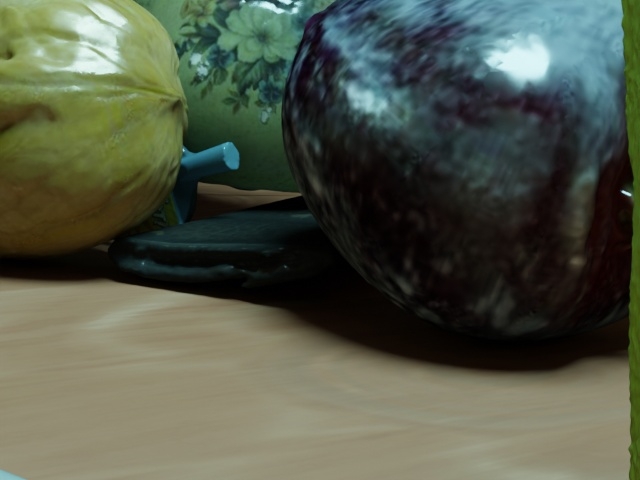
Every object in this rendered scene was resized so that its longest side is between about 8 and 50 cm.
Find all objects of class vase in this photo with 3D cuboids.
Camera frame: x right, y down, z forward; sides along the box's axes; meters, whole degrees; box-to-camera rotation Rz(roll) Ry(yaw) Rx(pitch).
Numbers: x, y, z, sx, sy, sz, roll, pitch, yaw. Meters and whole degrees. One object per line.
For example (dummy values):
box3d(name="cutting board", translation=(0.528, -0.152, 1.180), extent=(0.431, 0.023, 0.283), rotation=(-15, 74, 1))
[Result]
box3d(name="vase", translation=(0.000, -0.187, 1.185), extent=(0.329, 0.302, 0.241), rotation=(5, 3, -6))

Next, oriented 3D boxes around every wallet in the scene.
box3d(name="wallet", translation=(0.000, 0.000, 1.098), extent=(0.170, 0.044, 0.321), rotation=(5, 9, 26))

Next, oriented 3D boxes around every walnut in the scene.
box3d(name="walnut", translation=(-0.198, -0.083, 1.024), extent=(0.225, 0.193, 0.193), rotation=(-12, 4, 15))

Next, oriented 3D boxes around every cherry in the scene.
box3d(name="cherry", translation=(0.113, -0.054, 0.903), extent=(0.255, 0.218, 0.296), rotation=(-17, 39, -43))

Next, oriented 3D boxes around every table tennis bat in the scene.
box3d(name="table tennis bat", translation=(-0.121, -0.046, 1.099), extent=(0.155, 0.100, 0.019), rotation=(-11, 6, 38))

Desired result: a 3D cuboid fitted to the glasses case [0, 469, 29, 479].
box3d(name="glasses case", translation=(-0.138, 0.086, 0.439), extent=(0.197, 0.049, 0.076), rotation=(9, 10, 30))

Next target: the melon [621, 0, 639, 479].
box3d(name="melon", translation=(0.167, -0.029, 0.531), extent=(0.196, 0.324, 0.124), rotation=(1, -11, -38))
